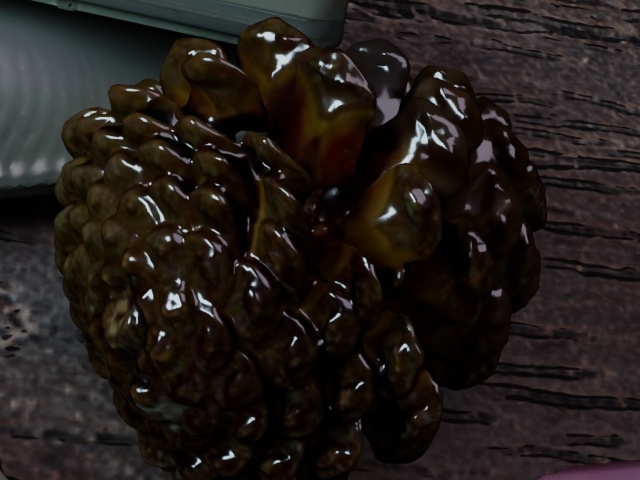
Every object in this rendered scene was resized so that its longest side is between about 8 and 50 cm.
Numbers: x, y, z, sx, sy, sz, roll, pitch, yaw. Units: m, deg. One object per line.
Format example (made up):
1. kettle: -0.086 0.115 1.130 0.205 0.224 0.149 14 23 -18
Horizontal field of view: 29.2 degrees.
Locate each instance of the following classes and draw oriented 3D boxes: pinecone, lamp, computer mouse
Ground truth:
1. pinecone: 0.001 -0.003 0.648 0.246 0.246 0.292 48 38 15
2. lamp: -0.121 -0.199 0.755 0.269 0.047 0.266 11 28 -10
3. computer mouse: -0.170 -0.116 0.734 0.330 0.095 0.197 -9 62 -27

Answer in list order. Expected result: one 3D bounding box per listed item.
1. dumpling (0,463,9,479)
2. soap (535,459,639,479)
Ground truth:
1. dumpling: -0.204 0.129 0.570 0.247 0.142 0.172 47 25 -1
2. soap: 0.178 0.176 0.689 0.149 0.056 0.100 0 57 -17
